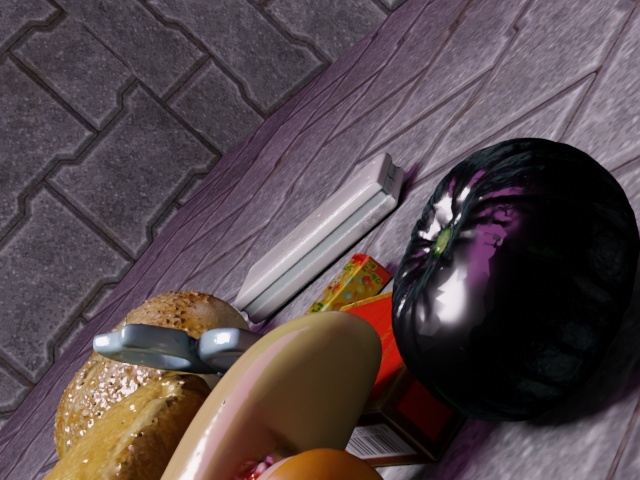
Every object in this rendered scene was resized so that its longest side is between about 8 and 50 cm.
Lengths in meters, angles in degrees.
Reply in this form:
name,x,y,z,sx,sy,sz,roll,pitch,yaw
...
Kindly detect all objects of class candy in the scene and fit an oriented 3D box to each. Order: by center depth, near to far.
name,x,y,z,sx,sy,sz,roll,pitch,yaw
candy,0.022,0.070,1.336,0.122,0.038,0.062,-49,11,-6

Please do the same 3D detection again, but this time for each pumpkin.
name,x,y,z,sx,sy,sz,roll,pitch,yaw
pumpkin,0.133,0.027,0.816,0.202,0.140,0.202,-56,15,24

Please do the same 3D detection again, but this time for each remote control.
name,x,y,z,sx,sy,sz,roll,pitch,yaw
remote control,0.000,0.000,1.619,0.277,0.055,0.103,-41,13,25

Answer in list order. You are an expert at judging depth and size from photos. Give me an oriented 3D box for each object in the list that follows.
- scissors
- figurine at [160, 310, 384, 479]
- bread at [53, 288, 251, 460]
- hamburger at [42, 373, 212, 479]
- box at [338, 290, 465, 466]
name,x,y,z,sx,sy,sz,roll,pitch,yaw
scissors,-0.093,0.127,1.207,0.360,0.191,0.029,56,-145,-74
figurine,-0.036,0.195,0.809,0.222,0.124,0.324,-1,59,59
bread,-0.224,0.186,1.542,0.305,0.159,0.305,-43,12,11
hamburger,-0.194,0.261,1.118,0.319,0.158,0.318,-39,3,3
box,0.053,0.113,1.005,0.153,0.074,0.240,-57,15,-25
